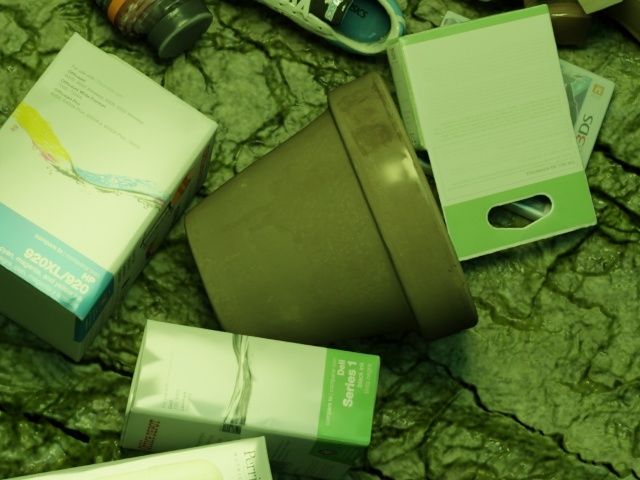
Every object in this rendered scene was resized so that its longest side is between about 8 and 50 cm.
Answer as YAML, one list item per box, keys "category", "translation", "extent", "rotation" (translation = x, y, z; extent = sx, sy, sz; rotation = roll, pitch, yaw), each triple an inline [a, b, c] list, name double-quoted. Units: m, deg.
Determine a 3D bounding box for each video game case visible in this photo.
- category: "video game case"
  translation: [0.194, -0.128, 1.759]
  extent: [0.201, 0.023, 0.183]
  rotation: [23, 69, -1]

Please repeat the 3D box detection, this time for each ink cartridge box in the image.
- category: "ink cartridge box"
  translation: [-0.231, -0.039, 1.577]
  extent: [0.168, 0.171, 0.232]
  rotation: [32, 70, 2]
- category: "ink cartridge box"
  translation: [0.177, -0.111, 1.708]
  extent: [0.171, 0.056, 0.235]
  rotation: [-15, 95, -17]
- category: "ink cartridge box"
  translation: [-0.070, 0.152, 1.546]
  extent: [0.219, 0.160, 0.092]
  rotation: [10, 69, -7]

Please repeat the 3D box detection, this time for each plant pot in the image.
- category: "plant pot"
  translation: [0.000, 0.000, 1.580]
  extent: [0.229, 0.263, 0.263]
  rotation: [-22, 76, 1]

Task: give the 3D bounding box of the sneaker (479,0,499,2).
- category: "sneaker"
  translation: [0.121, -0.343, 1.765]
  extent: [0.235, 0.097, 0.084]
  rotation: [44, 95, 16]

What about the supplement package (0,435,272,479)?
- category: "supplement package"
  translation: [-0.170, 0.305, 1.456]
  extent: [0.263, 0.198, 0.199]
  rotation: [-8, 73, -13]

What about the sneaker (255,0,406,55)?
- category: "sneaker"
  translation: [-0.016, -0.261, 1.708]
  extent: [0.237, 0.086, 0.085]
  rotation: [22, 98, -17]

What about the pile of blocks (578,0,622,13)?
- category: "pile of blocks"
  translation: [0.368, -0.356, 1.726]
  extent: [0.362, 0.149, 0.112]
  rotation: [-36, 117, 3]

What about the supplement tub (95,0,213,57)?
- category: "supplement tub"
  translation: [-0.195, -0.284, 1.701]
  extent: [0.106, 0.106, 0.198]
  rotation: [-35, 80, -18]

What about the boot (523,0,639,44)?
- category: "boot"
  translation: [0.352, -0.316, 1.819]
  extent: [0.283, 0.109, 0.220]
  rotation: [2, 68, -1]
